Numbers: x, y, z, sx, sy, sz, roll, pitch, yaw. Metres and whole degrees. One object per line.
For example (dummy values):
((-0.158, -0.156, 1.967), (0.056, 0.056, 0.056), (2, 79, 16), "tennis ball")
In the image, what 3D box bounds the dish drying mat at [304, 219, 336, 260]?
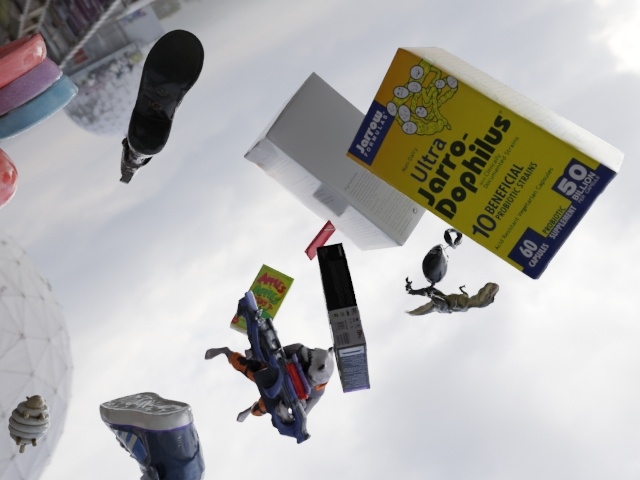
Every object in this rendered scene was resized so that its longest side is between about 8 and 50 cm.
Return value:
((0.000, 0.000, 1.209), (0.008, 0.032, 0.083), (19, -117, 42), "dish drying mat")

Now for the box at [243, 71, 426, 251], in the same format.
((0.041, -0.148, 1.291), (0.168, 0.345, 0.215), (-56, -167, -14), "box")

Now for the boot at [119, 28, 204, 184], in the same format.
((-0.310, -0.240, 1.143), (0.229, 0.091, 0.263), (-7, -120, 67), "boot")

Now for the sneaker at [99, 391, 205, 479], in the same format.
((-0.354, 0.453, 1.295), (0.130, 0.237, 0.322), (-9, -179, -43), "sneaker")

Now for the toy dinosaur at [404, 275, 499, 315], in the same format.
((0.244, 0.124, 1.327), (0.268, 0.118, 0.064), (-18, -133, 48), "toy dinosaur")

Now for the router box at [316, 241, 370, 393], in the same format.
((0.033, 0.113, 0.914), (0.046, 0.133, 0.179), (-10, -130, -2), "router box")

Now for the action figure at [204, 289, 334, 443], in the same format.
((-0.107, 0.268, 1.404), (0.330, 0.342, 0.178), (-14, -177, 37), "action figure")

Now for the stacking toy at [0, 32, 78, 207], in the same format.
((-0.464, -0.125, 0.796), (0.279, 0.130, 0.309), (-16, -146, 19), "stacking toy")

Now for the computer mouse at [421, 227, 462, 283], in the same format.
((0.280, 0.026, 1.360), (0.041, 0.071, 0.242), (-14, -164, 33), "computer mouse")

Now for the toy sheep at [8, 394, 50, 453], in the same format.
((-0.621, 0.391, 1.324), (0.091, 0.091, 0.132), (21, -90, 64), "toy sheep")

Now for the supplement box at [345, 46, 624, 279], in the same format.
((0.257, -0.136, 0.983), (0.195, 0.356, 0.194), (-28, 149, -58), "supplement box")

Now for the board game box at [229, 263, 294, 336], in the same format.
((-0.145, 0.157, 1.561), (0.043, 0.092, 0.181), (110, 6, -61), "board game box")
